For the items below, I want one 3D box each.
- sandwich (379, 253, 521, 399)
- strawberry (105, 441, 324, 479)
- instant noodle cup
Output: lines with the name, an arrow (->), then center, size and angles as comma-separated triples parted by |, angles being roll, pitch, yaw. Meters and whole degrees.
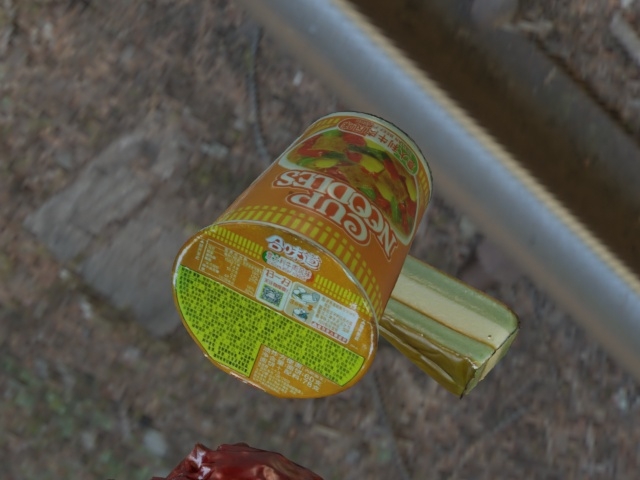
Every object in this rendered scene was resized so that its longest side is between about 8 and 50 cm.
sandwich -> 0.104, 0.061, 1.828 | 0.163, 0.079, 0.113 | 42, 161, 9
strawberry -> 0.001, 0.146, 0.817 | 0.208, 0.167, 0.087 | 23, 106, 26
instant noodle cup -> 0.000, 0.000, 1.449 | 0.168, 0.185, 0.168 | 15, 132, 18
